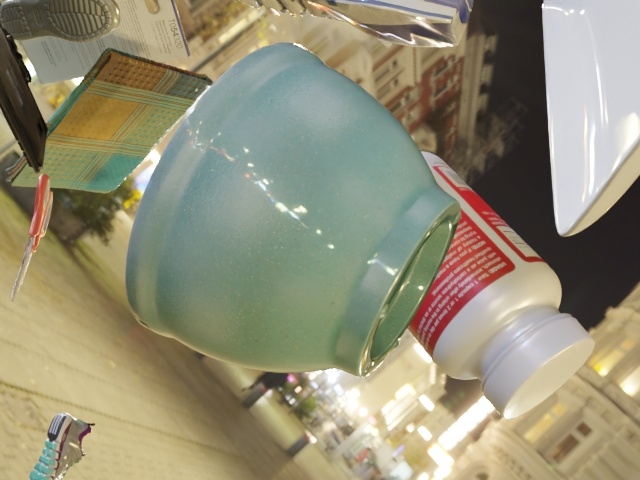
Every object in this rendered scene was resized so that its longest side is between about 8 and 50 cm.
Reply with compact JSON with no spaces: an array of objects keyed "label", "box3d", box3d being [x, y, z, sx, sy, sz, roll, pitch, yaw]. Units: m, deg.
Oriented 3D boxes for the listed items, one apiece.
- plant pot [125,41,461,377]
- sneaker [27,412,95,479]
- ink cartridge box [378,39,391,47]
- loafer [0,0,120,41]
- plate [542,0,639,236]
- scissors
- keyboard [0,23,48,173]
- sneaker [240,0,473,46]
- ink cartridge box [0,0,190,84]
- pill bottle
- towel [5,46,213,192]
[{"label":"plant pot","box3d":[0.000,0.000,0.677,0.196,0.293,0.293,29,-14,18]},{"label":"sneaker","box3d":[-0.579,0.505,1.698,0.098,0.224,0.083,29,-16,-35]},{"label":"ink cartridge box","box3d":[0.124,-0.548,1.737,0.198,0.115,0.067,43,30,3]},{"label":"loafer","box3d":[-0.443,-0.399,1.325,0.251,0.087,0.095,8,-62,25]},{"label":"plate","box3d":[0.231,-0.179,0.502,0.045,0.277,0.278,14,-36,-7]},{"label":"scissors","box3d":[-0.496,0.010,1.316,0.109,0.021,0.297,113,-21,-48]},{"label":"keyboard","box3d":[-0.323,-0.166,0.787,0.180,0.023,0.108,84,-5,-47]},{"label":"sneaker","box3d":[0.042,-0.362,0.934,0.315,0.182,0.127,17,0,11]},{"label":"ink cartridge box","box3d":[-0.457,-0.483,1.509,0.324,0.329,0.072,80,-1,-47]},{"label":"pill bottle","box3d":[0.222,0.065,1.198,0.408,0.229,0.229,52,-5,32]},{"label":"towel","box3d":[-0.418,-0.225,1.514,0.271,0.370,0.040,2,53,-55]}]
